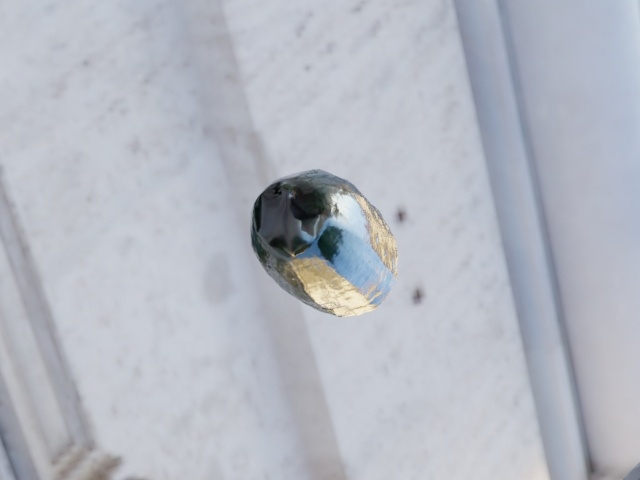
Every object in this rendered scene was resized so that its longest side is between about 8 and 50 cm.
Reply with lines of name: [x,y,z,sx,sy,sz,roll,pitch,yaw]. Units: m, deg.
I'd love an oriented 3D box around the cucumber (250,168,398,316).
cucumber: [0.000,0.000,0.679,0.048,0.048,0.105,-9,169,9]

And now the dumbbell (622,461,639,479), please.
dumbbell: [0.180,0.192,0.691,0.152,0.218,0.152,-3,-148,2]
